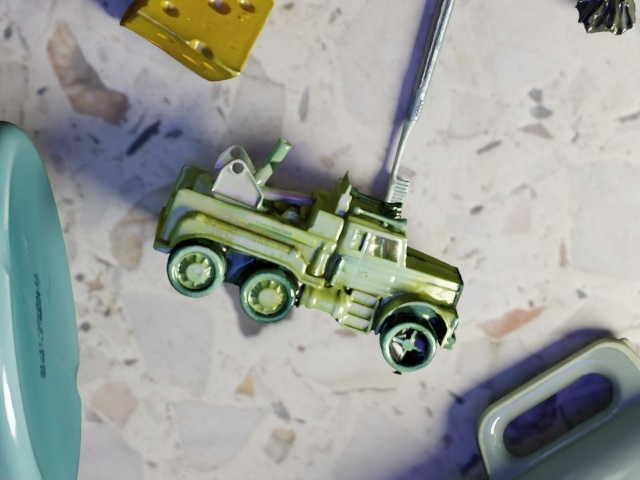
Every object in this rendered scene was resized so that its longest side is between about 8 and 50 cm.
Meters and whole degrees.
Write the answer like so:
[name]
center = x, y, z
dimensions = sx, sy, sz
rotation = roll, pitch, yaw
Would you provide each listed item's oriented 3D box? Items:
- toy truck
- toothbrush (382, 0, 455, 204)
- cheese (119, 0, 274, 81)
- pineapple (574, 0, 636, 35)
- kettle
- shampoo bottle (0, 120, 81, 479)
[toy truck]
center = 0.002, 0.004, 1.378
dimensions = 0.259, 0.128, 0.135
rotation = 24, 106, -9
[toothbrush]
center = 0.085, -0.121, 1.393
dimensions = 0.019, 0.016, 0.219
rotation = 13, 108, -5
[cheese]
center = -0.093, -0.175, 1.293
dimensions = 0.093, 0.171, 0.126
rotation = 35, 106, -11
[pineapple]
center = 0.246, -0.240, 1.331
dimensions = 0.074, 0.074, 0.159
rotation = 14, 116, -5
[kettle]
center = 0.224, 0.221, 1.461
dimensions = 0.243, 0.160, 0.210
rotation = -40, 76, 5
[shampoo bottle]
center = -0.380, 0.083, 1.297
dimensions = 0.343, 0.331, 0.331
rotation = -6, 109, 0
